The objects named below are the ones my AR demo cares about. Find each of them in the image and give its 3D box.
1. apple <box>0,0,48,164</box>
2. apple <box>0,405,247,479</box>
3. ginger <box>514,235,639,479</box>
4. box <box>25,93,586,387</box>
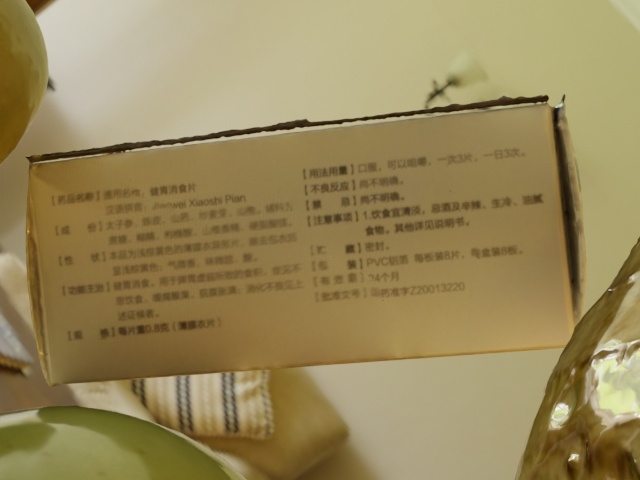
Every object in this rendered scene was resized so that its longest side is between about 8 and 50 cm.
[{"bbox_3d":[-0.256,-0.095,0.654,0.200,0.200,0.200,52,2,-2],"label":"apple"},{"bbox_3d":[-0.146,0.262,0.546,0.357,0.357,0.357,52,2,-2],"label":"apple"},{"bbox_3d":[0.192,-0.008,0.463,0.166,0.375,0.236,20,-32,1],"label":"ginger"},{"bbox_3d":[0.002,0.000,0.741,0.173,0.332,0.145,-20,104,-80],"label":"box"}]
